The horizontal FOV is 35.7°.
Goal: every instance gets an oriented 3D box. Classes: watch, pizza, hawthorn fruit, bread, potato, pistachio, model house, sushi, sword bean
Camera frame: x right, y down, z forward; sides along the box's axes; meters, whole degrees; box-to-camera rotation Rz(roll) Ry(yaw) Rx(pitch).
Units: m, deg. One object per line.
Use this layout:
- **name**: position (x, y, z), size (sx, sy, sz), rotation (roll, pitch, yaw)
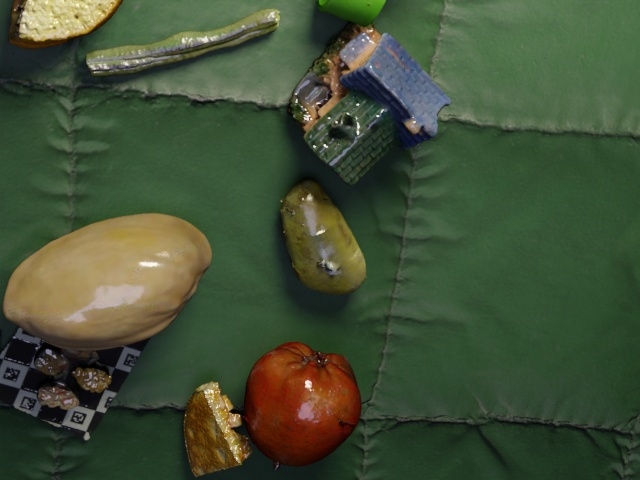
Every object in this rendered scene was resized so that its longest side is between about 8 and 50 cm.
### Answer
- **watch**: position (0.062, -0.370, 1.314), size (0.131, 0.165, 0.152), rotation (14, 133, -16)
- **pizza**: position (-0.160, 0.308, 1.547), size (0.046, 0.134, 0.175), rotation (-22, 140, -44)
- **hawthorn fruit**: position (-0.036, 0.261, 1.510), size (0.185, 0.185, 0.202), rotation (20, 106, -17)
- **bread**: position (-0.299, -0.349, 1.251), size (0.134, 0.129, 0.260), rotation (13, 110, -22)
- **potato**: position (0.000, 0.000, 1.465), size (0.105, 0.085, 0.188), rotation (-21, 109, -3)
- **pistachio**: position (-0.293, 0.059, 1.396), size (0.293, 0.162, 0.181), rotation (-17, 83, -4)
- **model house**: position (0.063, -0.181, 1.356), size (0.183, 0.172, 0.166), rotation (-44, 113, 9)
- **sushi**: position (-0.378, 0.193, 1.488), size (0.193, 0.040, 0.210), rotation (31, 101, -22)
- **sword bean**: position (-0.183, -0.268, 1.352), size (0.269, 0.038, 0.043), rotation (-16, 138, -4)
